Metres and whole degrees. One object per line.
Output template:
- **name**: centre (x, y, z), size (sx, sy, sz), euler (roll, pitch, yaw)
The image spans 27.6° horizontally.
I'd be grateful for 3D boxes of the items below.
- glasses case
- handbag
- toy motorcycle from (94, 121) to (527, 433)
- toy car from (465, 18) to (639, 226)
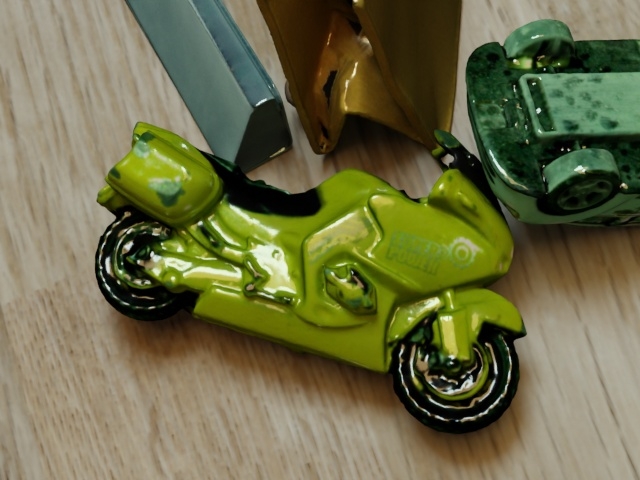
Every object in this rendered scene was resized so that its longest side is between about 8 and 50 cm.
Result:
- **glasses case**: centre (-0.103, -0.188, 1.092), size (0.056, 0.105, 0.266), euler (-18, 64, -28)
- **handbag**: centre (0.036, -0.289, 1.003), size (0.133, 0.283, 0.401), euler (3, 70, 13)
- **toy motorcycle**: centre (0.000, -0.001, 0.966), size (0.342, 0.142, 0.206), euler (18, 70, 13)
- **toy car**: centre (0.246, -0.076, 0.973), size (0.306, 0.125, 0.136), euler (-2, 60, -17)
